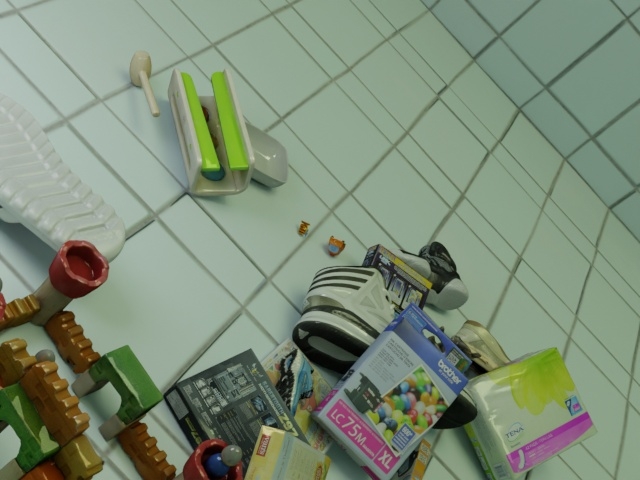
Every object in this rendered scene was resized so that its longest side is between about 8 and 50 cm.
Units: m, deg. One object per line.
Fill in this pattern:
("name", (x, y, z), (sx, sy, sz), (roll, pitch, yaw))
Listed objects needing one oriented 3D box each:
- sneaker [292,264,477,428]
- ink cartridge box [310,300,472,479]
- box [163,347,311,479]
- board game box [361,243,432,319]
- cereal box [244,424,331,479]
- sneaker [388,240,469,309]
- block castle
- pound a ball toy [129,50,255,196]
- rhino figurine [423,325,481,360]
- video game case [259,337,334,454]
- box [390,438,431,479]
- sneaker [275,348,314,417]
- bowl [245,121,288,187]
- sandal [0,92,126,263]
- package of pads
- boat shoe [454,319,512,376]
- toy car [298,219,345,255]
("sneaker", (0.161, 0.197, 2.049), (0.447, 0.169, 0.257), (34, 45, -19))
("ink cartridge box", (0.149, 0.283, 1.865), (0.186, 0.065, 0.311), (45, 69, -6))
("box", (-0.134, 0.319, 1.673), (0.183, 0.059, 0.232), (-22, 76, -46))
("board game box", (0.161, 0.113, 2.230), (0.170, 0.048, 0.141), (37, 57, -19))
("cereal box", (-0.059, 0.400, 1.543), (0.240, 0.047, 0.173), (51, 53, -60))
("sneaker", (0.241, 0.062, 2.385), (0.269, 0.101, 0.153), (29, 32, -30))
("block castle", (-0.339, 0.230, 1.402), (0.453, 0.213, 0.303), (55, 33, 8))
("pound a ball toy", (-0.281, -0.245, 2.073), (0.208, 0.135, 0.319), (-4, 56, -22))
("rhino figurine", (0.275, 0.246, 2.131), (0.073, 0.243, 0.106), (-35, 92, -21))
("video game case", (-0.050, 0.309, 1.839), (0.206, 0.026, 0.227), (50, 32, 1))
("box", (0.167, 0.451, 1.900), (0.028, 0.081, 0.136), (44, 32, -8))
("sneaker", (-0.040, 0.272, 1.809), (0.073, 0.063, 0.162), (41, 34, -18))
("bowl", (-0.141, -0.186, 2.218), (0.142, 0.053, 0.142), (29, 37, -29))
("sandal", (-0.504, -0.092, 1.649), (0.416, 0.102, 0.169), (46, 47, 13))
("package of pads", (0.455, 0.383, 2.192), (0.297, 0.101, 0.229), (-18, 79, -34))
("boat shoe", (0.421, 0.328, 2.330), (0.098, 0.109, 0.302), (-45, 100, -22))
("toy car", (0.000, 0.000, 2.228), (0.122, 0.060, 0.040), (25, 81, -7))
